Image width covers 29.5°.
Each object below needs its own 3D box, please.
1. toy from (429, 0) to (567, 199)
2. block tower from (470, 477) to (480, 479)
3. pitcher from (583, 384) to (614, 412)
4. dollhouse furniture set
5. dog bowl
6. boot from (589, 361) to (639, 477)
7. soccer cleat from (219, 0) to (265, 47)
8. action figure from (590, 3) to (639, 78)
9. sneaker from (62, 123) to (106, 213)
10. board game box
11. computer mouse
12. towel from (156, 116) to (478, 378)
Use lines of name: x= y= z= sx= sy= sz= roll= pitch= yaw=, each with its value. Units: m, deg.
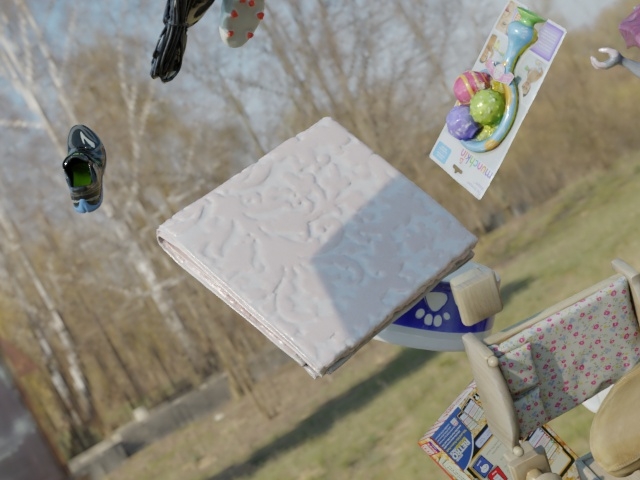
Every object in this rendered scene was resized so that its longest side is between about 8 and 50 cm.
toy: x=0.209 y=-0.189 z=1.549 sx=0.237 sy=0.056 sz=0.137 roll=-62 pitch=35 yaw=16
block tower: x=0.059 y=0.340 z=1.187 sx=0.335 sy=0.091 sz=0.097 roll=-35 pitch=8 yaw=40
pitcher: x=0.440 y=0.155 z=1.595 sx=0.207 sy=0.178 sz=0.125 roll=-30 pitch=-44 yaw=-13
dollhouse furniture set: x=0.339 y=0.150 z=1.269 sx=0.303 sy=0.355 sz=0.174 roll=-26 pitch=31 yaw=-9
dog bowl: x=0.138 y=0.081 z=1.849 sx=0.265 sy=0.104 sz=0.265 roll=10 pitch=10 yaw=-2
boot: x=0.364 y=0.080 z=1.075 sx=0.236 sy=0.089 sz=0.269 roll=-44 pitch=-6 yaw=-30
soccer cleat: x=-0.119 y=-0.392 z=1.841 sx=0.068 sy=0.196 sz=0.076 roll=-2 pitch=25 yaw=-34
action figure: x=0.607 y=-0.302 z=1.966 sx=0.248 sy=0.276 sz=0.370 roll=-40 pitch=15 yaw=22
sneaker: x=-0.408 y=-0.135 z=2.100 sx=0.067 sy=0.188 sz=0.078 roll=-10 pitch=-39 yaw=-1
board game box: x=0.249 y=0.291 z=1.646 sx=0.147 sy=0.193 sz=0.045 roll=-43 pitch=-1 yaw=-27
computer mouse: x=-0.181 y=-0.359 z=1.748 sx=0.272 sy=0.072 sz=0.188 roll=-87 pitch=14 yaw=-52
towel: x=0.000 y=0.000 z=1.658 sx=0.332 sy=0.317 sz=0.053 roll=-36 pitch=-26 yaw=-30
